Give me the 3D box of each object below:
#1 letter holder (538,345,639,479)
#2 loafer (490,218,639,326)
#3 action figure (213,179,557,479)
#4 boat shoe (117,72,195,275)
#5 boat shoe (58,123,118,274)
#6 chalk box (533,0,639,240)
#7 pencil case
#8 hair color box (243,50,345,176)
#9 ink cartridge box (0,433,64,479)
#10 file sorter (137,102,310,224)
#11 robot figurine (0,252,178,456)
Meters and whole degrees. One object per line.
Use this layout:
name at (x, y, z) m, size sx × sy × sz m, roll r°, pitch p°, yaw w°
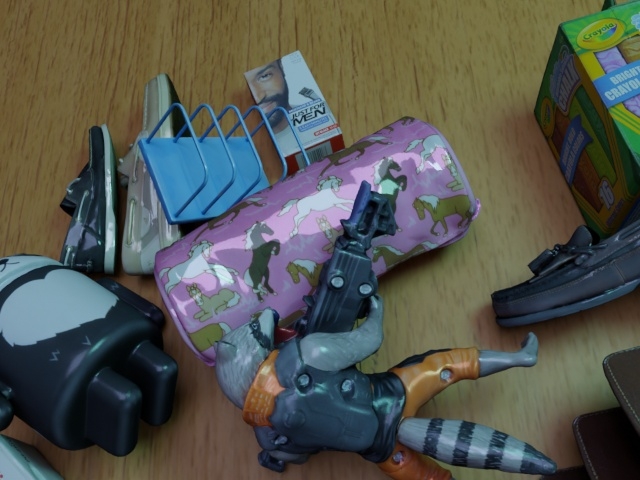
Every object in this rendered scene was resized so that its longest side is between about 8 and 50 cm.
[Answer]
letter holder at (0.310, 0.231, 0.526) m, size 0.214 × 0.152 × 0.302 m, roll -14°, pitch 21°, yaw 4°
loafer at (0.323, 0.007, 0.701) m, size 0.302 × 0.109 × 0.095 m, roll -23°, pitch 89°, yaw 24°
action figure at (0.056, 0.124, 0.638) m, size 0.330 × 0.178 × 0.342 m, roll 11°, pitch 102°, yaw -3°
boat shoe at (-0.232, -0.096, 0.885) m, size 0.098 × 0.109 × 0.303 m, roll -9°, pitch 69°, yaw 3°
boat shoe at (-0.319, -0.064, 0.885) m, size 0.079 × 0.084 × 0.233 m, roll -1°, pitch 64°, yaw -11°
chalk box at (0.385, -0.172, 0.784) m, size 0.179 × 0.180 × 0.289 m, roll -16°, pitch 62°, yaw 1°
pencil case at (0.000, 0.000, 0.771) m, size 0.386 × 0.167 × 0.160 m, roll -31°, pitch 32°, yaw -6°
hair color box at (-0.038, -0.185, 0.925) m, size 0.093 × 0.053 × 0.167 m, roll -24°, pitch 62°, yaw -2°
ink cartridge box at (-0.369, 0.355, 0.685) m, size 0.172 × 0.100 × 0.237 m, roll 34°, pitch 75°, yaw 22°
file sorter at (-0.116, -0.103, 0.809) m, size 0.170 × 0.104 × 0.118 m, roll -10°, pitch 69°, yaw -43°
robot figurine at (-0.297, 0.126, 0.744) m, size 0.278 × 0.209 × 0.174 m, roll 27°, pitch 84°, yaw 20°
